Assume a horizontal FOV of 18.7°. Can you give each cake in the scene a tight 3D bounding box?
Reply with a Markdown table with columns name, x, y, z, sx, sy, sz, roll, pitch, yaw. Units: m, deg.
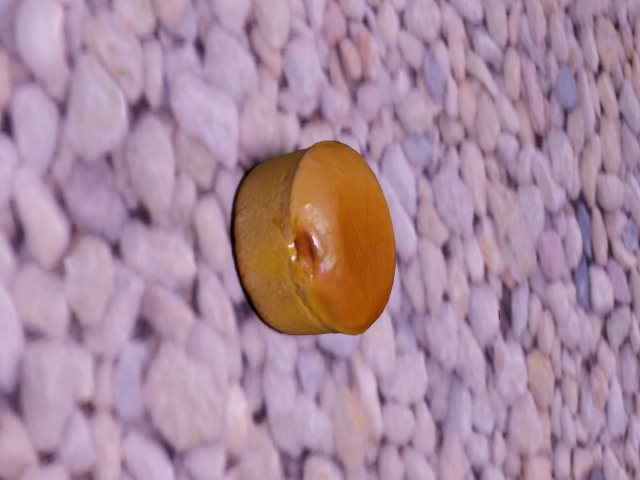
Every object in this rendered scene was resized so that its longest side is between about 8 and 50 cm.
| name | x | y | z | sx | sy | sz | roll | pitch | yaw |
| --- | --- | --- | --- | --- | --- | --- | --- | --- | --- |
| cake | 0.000 | 0.000 | 0.825 | 0.084 | 0.044 | 0.084 | 28 | 58 | -57 |
